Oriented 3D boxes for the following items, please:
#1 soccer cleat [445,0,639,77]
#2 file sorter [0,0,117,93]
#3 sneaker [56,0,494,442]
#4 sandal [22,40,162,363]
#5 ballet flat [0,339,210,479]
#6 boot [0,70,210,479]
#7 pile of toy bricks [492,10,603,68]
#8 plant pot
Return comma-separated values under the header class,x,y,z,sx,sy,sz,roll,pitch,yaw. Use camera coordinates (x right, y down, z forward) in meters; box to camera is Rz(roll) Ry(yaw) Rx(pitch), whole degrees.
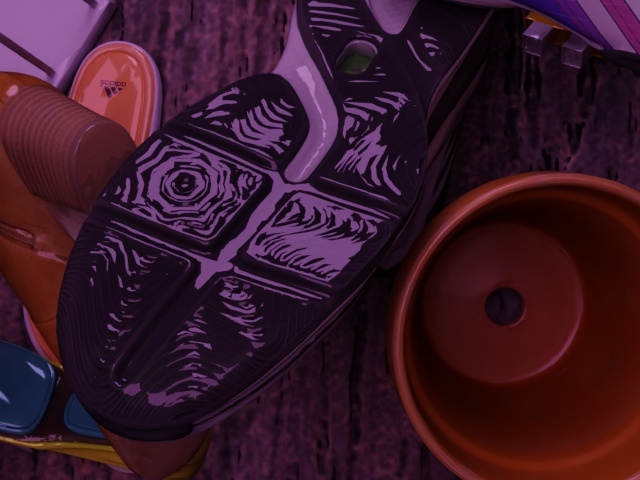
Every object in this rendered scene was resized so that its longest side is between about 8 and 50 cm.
class,x,y,z,sx,sy,sz,roll,pitch,yaw
soccer cleat,0.162,-0.180,0.925,0.318,0.116,0.108,22,55,27
file sorter,-0.327,-0.129,1.207,0.193,0.173,0.277,31,89,14
sneaker,0.001,0.000,1.044,0.169,0.257,0.447,22,54,19
sandal,-0.182,-0.028,1.209,0.102,0.076,0.265,4,83,13
ballet flat,-0.192,0.133,1.189,0.231,0.077,0.077,13,56,11
boot,-0.184,0.012,1.107,0.104,0.295,0.211,-33,36,-33
pile of toy bricks,0.126,-0.216,1.166,0.212,0.118,0.105,21,48,25
plant pot,0.138,0.052,1.052,0.205,0.188,0.205,0,96,-5
